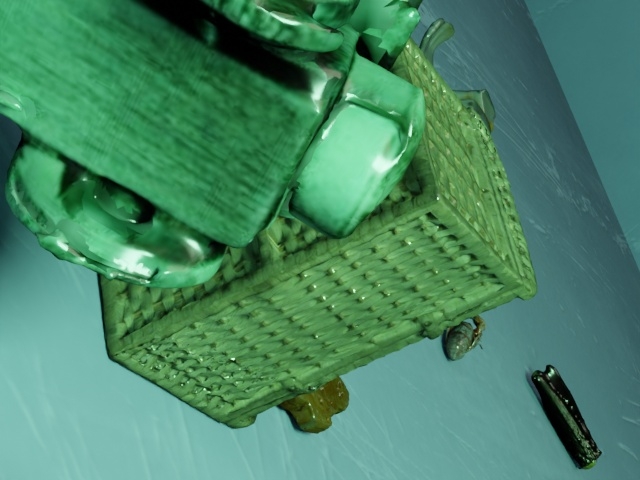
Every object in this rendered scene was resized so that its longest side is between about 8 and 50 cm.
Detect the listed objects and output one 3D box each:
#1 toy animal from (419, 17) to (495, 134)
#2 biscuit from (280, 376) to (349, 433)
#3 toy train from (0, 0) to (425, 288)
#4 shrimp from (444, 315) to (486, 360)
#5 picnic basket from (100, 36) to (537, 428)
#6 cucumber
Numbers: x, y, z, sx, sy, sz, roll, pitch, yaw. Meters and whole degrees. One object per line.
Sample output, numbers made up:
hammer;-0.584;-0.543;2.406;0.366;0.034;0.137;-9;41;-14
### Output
toy animal;0.068;-0.081;1.219;0.197;0.160;0.272;63;24;-8
biscuit;-0.023;0.063;0.927;0.119;0.019;0.130;31;37;-59
toy train;-0.098;-0.107;0.609;0.299;0.167;0.238;28;24;-5
shrimp;0.132;0.083;1.318;0.092;0.038;0.029;-83;-174;-61
picnic basket;0.000;0.000;0.788;0.154;0.196;0.134;43;26;-49
cucumber;0.263;0.191;1.545;0.135;0.033;0.034;60;-20;-12
